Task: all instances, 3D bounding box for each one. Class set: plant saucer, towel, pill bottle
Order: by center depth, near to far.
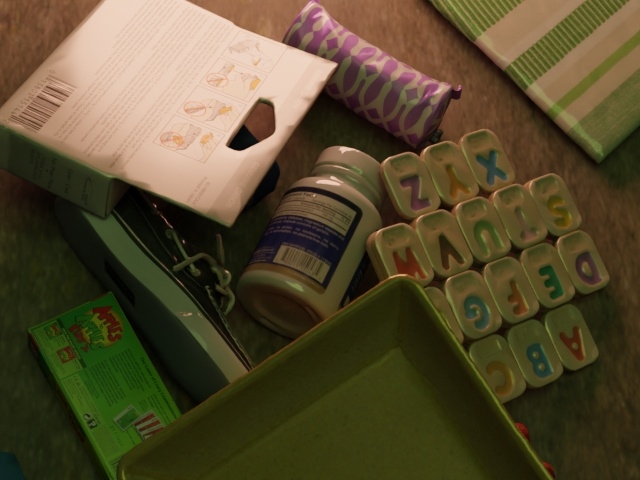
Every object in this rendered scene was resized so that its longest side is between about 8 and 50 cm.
[{"bbox_3d":[0.036,0.254,1.355,0.333,0.081,0.332,-34,76,0],"label":"plant saucer"},{"bbox_3d":[0.000,0.000,1.531,0.112,0.112,0.186,26,61,2],"label":"pill bottle"},{"bbox_3d":[0.288,-0.270,1.772,0.248,0.038,0.325,-40,79,-24],"label":"towel"}]

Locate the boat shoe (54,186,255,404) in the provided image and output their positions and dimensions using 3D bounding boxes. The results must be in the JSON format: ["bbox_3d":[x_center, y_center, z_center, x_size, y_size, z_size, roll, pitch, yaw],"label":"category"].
[{"bbox_3d":[-0.139,0.046,1.482,0.105,0.113,0.306,-29,58,-27],"label":"boat shoe"}]

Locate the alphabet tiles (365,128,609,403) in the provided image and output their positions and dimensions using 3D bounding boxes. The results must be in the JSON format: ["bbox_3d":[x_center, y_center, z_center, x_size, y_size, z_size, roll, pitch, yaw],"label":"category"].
[{"bbox_3d":[0.180,0.022,1.555,0.284,0.021,0.278,-18,81,-37],"label":"alphabet tiles"}]

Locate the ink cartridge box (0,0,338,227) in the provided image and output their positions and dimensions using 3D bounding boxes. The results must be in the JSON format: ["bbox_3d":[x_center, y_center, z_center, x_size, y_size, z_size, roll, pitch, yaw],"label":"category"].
[{"bbox_3d":[-0.156,-0.133,1.539,0.261,0.066,0.296,25,45,6],"label":"ink cartridge box"}]

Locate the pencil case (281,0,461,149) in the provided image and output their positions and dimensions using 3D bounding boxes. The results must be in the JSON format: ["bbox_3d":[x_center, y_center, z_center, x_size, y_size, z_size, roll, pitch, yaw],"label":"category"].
[{"bbox_3d":[0.054,-0.184,1.648,0.206,0.086,0.088,32,75,5],"label":"pencil case"}]

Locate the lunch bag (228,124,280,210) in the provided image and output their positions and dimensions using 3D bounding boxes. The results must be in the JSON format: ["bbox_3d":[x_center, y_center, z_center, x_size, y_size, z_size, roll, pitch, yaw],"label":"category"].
[{"bbox_3d":[-0.098,-0.080,1.575,0.065,0.067,0.098,-34,72,-25],"label":"lunch bag"}]

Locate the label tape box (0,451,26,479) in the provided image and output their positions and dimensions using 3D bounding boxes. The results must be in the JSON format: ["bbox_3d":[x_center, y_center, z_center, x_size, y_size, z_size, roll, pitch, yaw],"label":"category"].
[{"bbox_3d":[-0.224,0.298,1.257,0.106,0.241,0.333,-31,71,13],"label":"label tape box"}]

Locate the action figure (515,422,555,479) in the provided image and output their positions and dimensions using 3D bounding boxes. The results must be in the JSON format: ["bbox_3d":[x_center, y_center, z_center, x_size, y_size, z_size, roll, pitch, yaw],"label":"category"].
[{"bbox_3d":[0.160,0.302,1.422,0.139,0.091,0.280,12,62,-16],"label":"action figure"}]

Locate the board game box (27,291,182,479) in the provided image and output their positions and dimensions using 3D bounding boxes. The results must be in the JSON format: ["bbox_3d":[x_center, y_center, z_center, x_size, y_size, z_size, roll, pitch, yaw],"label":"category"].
[{"bbox_3d":[-0.203,0.149,1.452,0.092,0.043,0.181,-25,72,-22],"label":"board game box"}]
